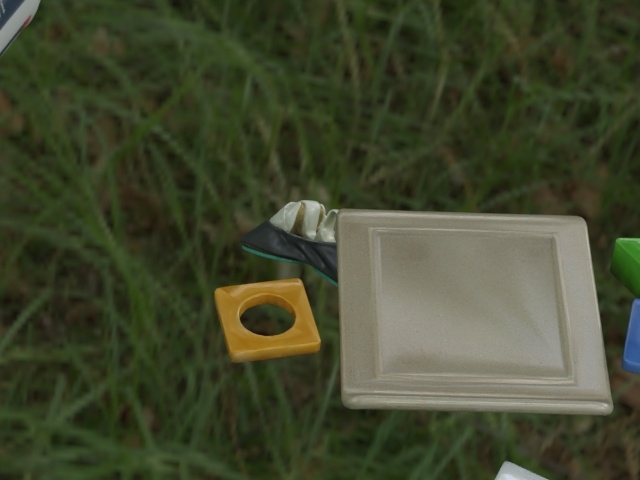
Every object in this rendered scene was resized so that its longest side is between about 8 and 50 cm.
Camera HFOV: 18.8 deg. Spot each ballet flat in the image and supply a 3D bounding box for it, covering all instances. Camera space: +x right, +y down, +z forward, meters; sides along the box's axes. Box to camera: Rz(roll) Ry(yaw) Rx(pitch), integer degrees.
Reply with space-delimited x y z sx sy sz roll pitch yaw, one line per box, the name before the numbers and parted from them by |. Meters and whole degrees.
ballet flat | 0.000 0.000 1.843 0.074 0.074 0.203 -27 29 -30

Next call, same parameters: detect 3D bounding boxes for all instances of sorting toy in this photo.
sorting toy | 0.100 0.055 1.338 0.347 0.047 0.196 2 44 -3

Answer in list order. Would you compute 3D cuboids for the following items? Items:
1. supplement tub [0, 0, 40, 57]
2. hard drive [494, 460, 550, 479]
supplement tub | -0.367 -0.174 1.587 0.191 0.191 0.272 23 48 8
hard drive | 0.213 0.283 1.188 0.307 0.040 0.203 24 54 12
